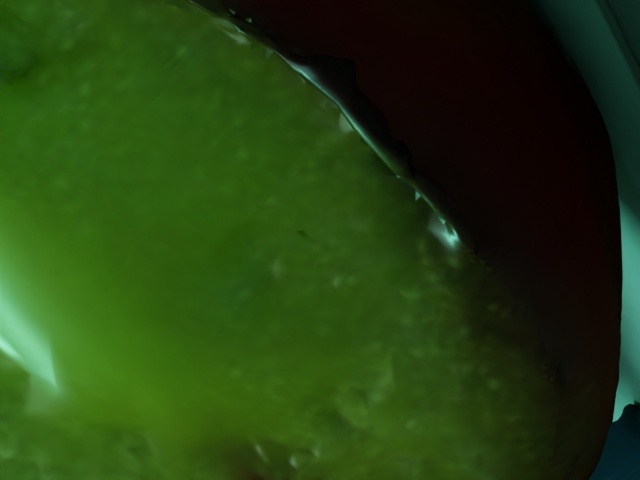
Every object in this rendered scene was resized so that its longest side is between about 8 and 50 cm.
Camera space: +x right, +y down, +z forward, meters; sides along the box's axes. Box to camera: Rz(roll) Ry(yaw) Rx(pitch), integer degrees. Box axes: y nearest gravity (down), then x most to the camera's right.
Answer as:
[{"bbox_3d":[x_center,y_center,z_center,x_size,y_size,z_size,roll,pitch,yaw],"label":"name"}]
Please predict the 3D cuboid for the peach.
[{"bbox_3d":[-0.062,-0.005,0.608,0.338,0.281,0.281,17,-152,-50],"label":"peach"}]

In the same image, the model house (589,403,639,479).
[{"bbox_3d":[0.104,0.248,0.839,0.215,0.303,0.237,64,173,-20],"label":"model house"}]
